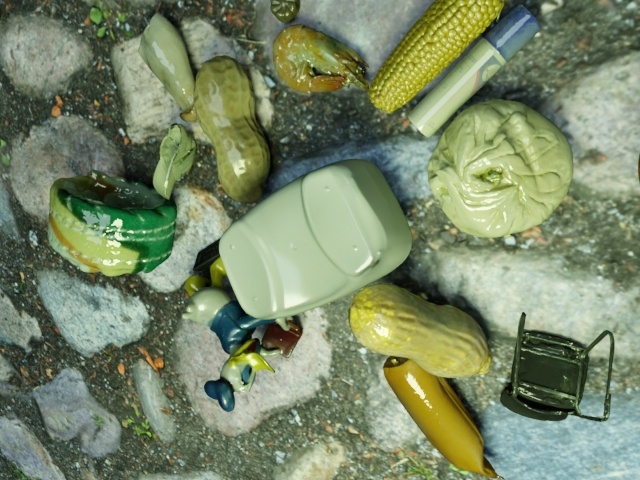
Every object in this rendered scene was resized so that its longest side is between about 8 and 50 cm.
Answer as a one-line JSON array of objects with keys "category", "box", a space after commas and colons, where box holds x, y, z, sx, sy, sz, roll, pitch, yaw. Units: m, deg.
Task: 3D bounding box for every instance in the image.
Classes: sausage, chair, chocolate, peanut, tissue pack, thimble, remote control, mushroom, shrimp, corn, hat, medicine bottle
[{"category": "sausage", "box": [0.253, 0.365, 0.867, 0.112, 0.112, 0.328, -38, 88, 28]}, {"category": "chair", "box": [0.410, 0.242, 0.767, 0.140, 0.221, 0.145, 11, 66, 21]}, {"category": "chocolate", "box": [0.188, 0.167, 0.782, 0.309, 0.134, 0.134, 26, 117, -18]}, {"category": "peanut", "box": [-0.183, -0.221, 0.882, 0.136, 0.120, 0.299, -2, 106, 49]}, {"category": "tissue pack", "box": [0.000, 0.000, 0.808, 0.332, 0.236, 0.230, -28, 83, 27]}, {"category": "thimble", "box": [-0.482, -0.046, 0.988, 0.288, 0.254, 0.168, 28, 112, 29]}, {"category": "remote control", "box": [-0.212, 0.004, 0.997, 0.245, 0.063, 0.025, -28, 133, 29]}, {"category": "mushroom", "box": [-0.313, -0.372, 0.917, 0.225, 0.093, 0.116, 53, 141, -8]}, {"category": "shrimp", "box": [0.001, -0.329, 0.808, 0.217, 0.051, 0.115, 29, 121, 13]}, {"category": "corn", "box": [0.184, -0.323, 0.707, 0.091, 0.091, 0.260, 50, 119, 7]}, {"category": "hat", "box": [-0.325, -0.173, 0.959, 0.122, 0.081, 0.166, 18, 95, 54]}, {"category": "medicine bottle", "box": [0.248, -0.275, 0.708, 0.059, 0.059, 0.231, 48, 118, 4]}]

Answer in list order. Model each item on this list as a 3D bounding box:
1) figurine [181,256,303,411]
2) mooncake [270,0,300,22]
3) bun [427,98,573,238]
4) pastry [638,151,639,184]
[{"category": "figurine", "box": [-0.178, 0.224, 0.939, 0.283, 0.339, 0.205, 23, 126, -21]}, {"category": "mooncake", "box": [0.001, -0.565, 0.743, 0.150, 0.057, 0.347, 13, 117, 6]}, {"category": "bun", "box": [0.285, -0.112, 0.695, 0.229, 0.145, 0.230, 7, 106, 25]}, {"category": "pastry", "box": [0.549, -0.120, 0.461, 0.312, 0.388, 0.389, -7, 104, 58]}]
